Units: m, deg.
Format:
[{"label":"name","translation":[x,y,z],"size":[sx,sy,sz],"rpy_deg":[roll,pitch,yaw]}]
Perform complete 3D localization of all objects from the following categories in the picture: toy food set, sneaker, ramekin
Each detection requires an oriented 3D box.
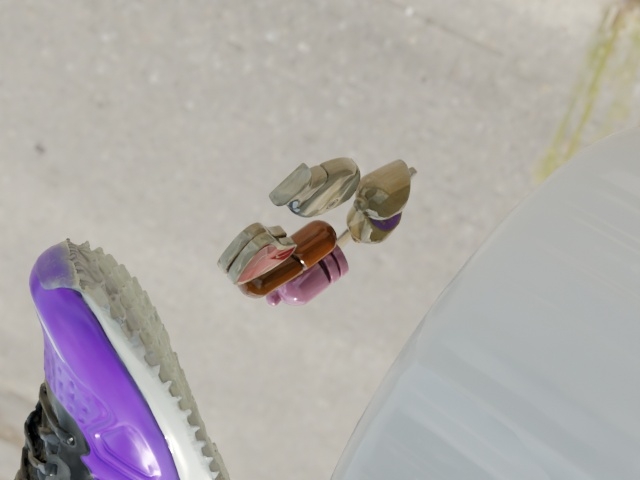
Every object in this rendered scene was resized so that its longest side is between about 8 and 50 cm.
[{"label":"toy food set","translation":[0.000,0.000,0.755],"size":[0.019,0.078,0.122],"rpy_deg":[50,-158,14]},{"label":"sneaker","translation":[-0.133,0.138,1.153],"size":[0.102,0.146,0.293],"rpy_deg":[-116,4,-54]},{"label":"ramekin","translation":[0.117,0.089,0.768],"size":[0.135,0.277,0.277],"rpy_deg":[35,162,21]}]
